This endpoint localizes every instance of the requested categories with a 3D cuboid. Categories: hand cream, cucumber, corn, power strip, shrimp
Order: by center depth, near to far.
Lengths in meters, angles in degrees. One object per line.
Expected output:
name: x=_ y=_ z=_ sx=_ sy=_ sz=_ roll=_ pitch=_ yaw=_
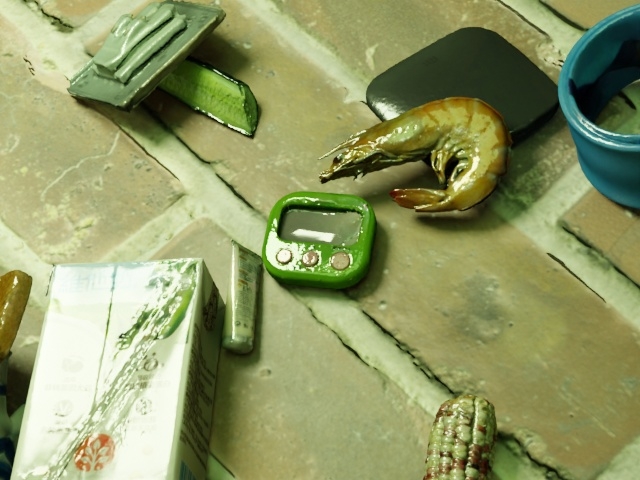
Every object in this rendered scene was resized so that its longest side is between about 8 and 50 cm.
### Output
corn: x=0.148 y=0.285 z=1.397 sx=0.079 sy=0.079 sz=0.237 roll=4 pitch=64 yaw=12
hand cream: x=-0.100 y=0.072 z=1.580 sx=0.039 sy=0.061 sz=0.143 roll=-19 pitch=54 yaw=36
shrimp: x=0.120 y=-0.101 z=1.607 sx=0.248 sy=0.068 sz=0.150 roll=-10 pitch=72 yaw=10
power strip: x=-0.253 y=-0.276 z=1.762 sx=0.213 sy=0.064 sz=0.198 roll=-48 pitch=33 yaw=-17
cucumber: x=-0.171 y=-0.222 z=1.764 sx=0.220 sy=0.070 sz=0.046 roll=26 pitch=37 yaw=21

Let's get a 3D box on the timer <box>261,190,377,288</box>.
timer: x=0.000 y=0.000 z=1.608 sx=0.140 sy=0.047 sz=0.128 roll=5 pitch=62 yaw=13

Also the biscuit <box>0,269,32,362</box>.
biscuit: x=-0.440 y=0.159 z=1.502 sx=0.301 sy=0.043 sz=0.278 roll=-47 pitch=31 yaw=1

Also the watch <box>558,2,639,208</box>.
watch: x=0.447 y=-0.196 z=1.558 sx=0.274 sy=0.241 sz=0.305 roll=12 pitch=61 yaw=32

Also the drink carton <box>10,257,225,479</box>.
drink carton: x=-0.230 y=0.190 z=1.484 sx=0.194 sy=0.132 sz=0.325 roll=-2 pitch=57 yaw=9

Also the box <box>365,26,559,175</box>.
box: x=0.189 y=-0.189 z=1.691 sx=0.212 sy=0.042 sz=0.201 roll=-34 pitch=59 yaw=-12

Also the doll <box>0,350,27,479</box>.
doll: x=-0.385 y=0.246 z=1.499 sx=0.057 sy=0.114 sz=0.227 roll=-3 pitch=63 yaw=38
